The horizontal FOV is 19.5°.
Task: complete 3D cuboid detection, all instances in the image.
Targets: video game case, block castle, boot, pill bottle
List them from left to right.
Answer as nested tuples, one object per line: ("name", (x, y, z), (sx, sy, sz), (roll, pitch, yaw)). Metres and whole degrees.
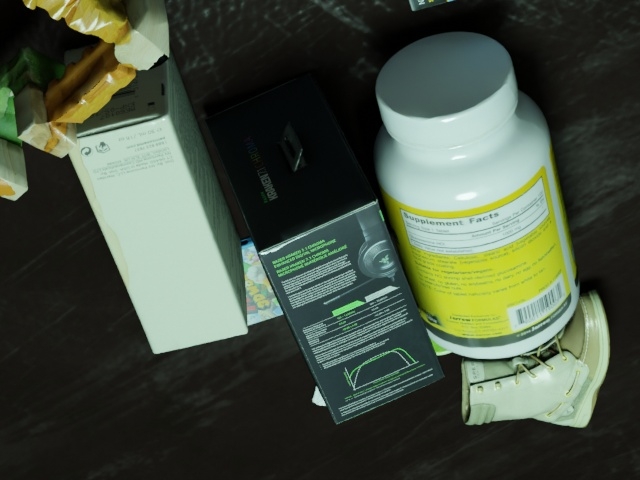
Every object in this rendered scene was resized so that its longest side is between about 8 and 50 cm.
("block castle", (-0.383, -0.186, 1.768), (0.303, 0.213, 0.453), (22, 132, -39))
("video game case", (-0.100, 0.054, 2.140), (0.166, 0.015, 0.119), (-18, 131, 8))
("pill bottle", (0.161, -0.048, 1.975), (0.187, 0.188, 0.334), (-14, 131, 4))
("boot", (0.255, 0.146, 2.233), (0.165, 0.077, 0.213), (0, 134, -6))

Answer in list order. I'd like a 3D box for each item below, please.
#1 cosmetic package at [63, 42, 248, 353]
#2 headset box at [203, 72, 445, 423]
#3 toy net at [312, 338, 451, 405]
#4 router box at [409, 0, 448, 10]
("cosmetic package", (-0.170, -0.048, 1.947), (0.113, 0.160, 0.309), (-13, 130, 4))
("headset box", (0.000, 0.000, 1.945), (0.131, 0.246, 0.283), (-24, 130, -1))
("toy net", (0.063, 0.134, 2.213), (0.122, 0.045, 0.232), (31, 120, -30))
("router box", (0.131, -0.323, 1.824), (0.133, 0.046, 0.179), (-15, 131, 6))
